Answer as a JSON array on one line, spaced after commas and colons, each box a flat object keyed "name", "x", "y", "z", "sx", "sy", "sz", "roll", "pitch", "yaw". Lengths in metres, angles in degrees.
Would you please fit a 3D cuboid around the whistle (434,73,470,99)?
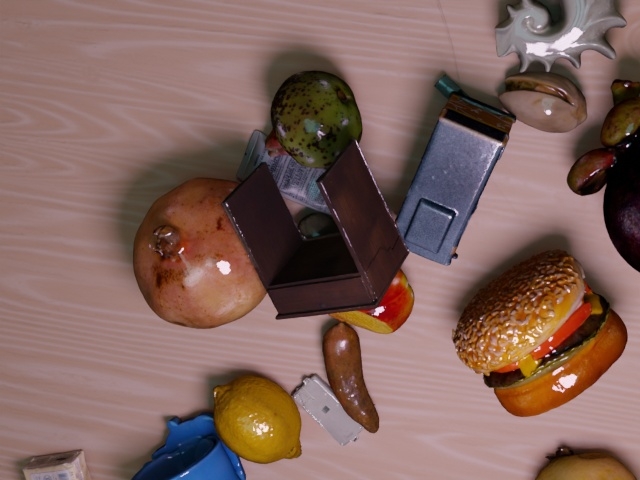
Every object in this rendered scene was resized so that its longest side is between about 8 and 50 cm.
[{"name": "whistle", "x": 0.323, "y": -0.281, "z": 1.833, "sx": 0.186, "sy": 0.039, "sz": 0.039, "roll": 43, "pitch": 105, "yaw": -2}]

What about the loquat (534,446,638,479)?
[{"name": "loquat", "x": 0.588, "y": 0.571, "z": 1.890, "sx": 0.244, "sy": 0.244, "sz": 0.243, "roll": 2, "pitch": 103, "yaw": 9}]

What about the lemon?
[{"name": "lemon", "x": -0.146, "y": 0.419, "z": 1.986, "sx": 0.257, "sy": 0.188, "sz": 0.188, "roll": 41, "pitch": 105, "yaw": -5}]

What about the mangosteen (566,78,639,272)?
[{"name": "mangosteen", "x": 0.696, "y": -0.119, "z": 1.645, "sx": 0.435, "sy": 0.382, "sz": 0.382, "roll": 39, "pitch": 105, "yaw": 8}]

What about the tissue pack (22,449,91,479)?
[{"name": "tissue pack", "x": -0.653, "y": 0.644, "z": 2.168, "sx": 0.148, "sy": 0.092, "sz": 0.196, "roll": -10, "pitch": 99, "yaw": 11}]

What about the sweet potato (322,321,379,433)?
[{"name": "sweet potato", "x": 0.067, "y": 0.321, "z": 1.984, "sx": 0.097, "sy": 0.097, "sz": 0.291, "roll": -13, "pitch": 106, "yaw": 12}]

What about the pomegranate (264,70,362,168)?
[{"name": "pomegranate", "x": -0.030, "y": -0.246, "z": 1.827, "sx": 0.248, "sy": 0.214, "sz": 0.214, "roll": -26, "pitch": 98, "yaw": 41}]

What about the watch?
[{"name": "watch", "x": -0.345, "y": 0.572, "z": 2.008, "sx": 0.305, "sy": 0.274, "sz": 0.241, "roll": -27, "pitch": 97, "yaw": 9}]

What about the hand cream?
[{"name": "hand cream", "x": -0.022, "y": -0.126, "z": 1.918, "sx": 0.341, "sy": 0.078, "sz": 0.124, "roll": 26, "pitch": 105, "yaw": 11}]

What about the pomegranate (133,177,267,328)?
[{"name": "pomegranate", "x": -0.255, "y": 0.028, "z": 1.849, "sx": 0.338, "sy": 0.338, "sz": 0.338, "roll": 2, "pitch": 103, "yaw": 9}]

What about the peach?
[{"name": "peach", "x": 0.104, "y": 0.128, "z": 1.883, "sx": 0.192, "sy": 0.190, "sz": 0.190, "roll": -36, "pitch": 95, "yaw": -1}]

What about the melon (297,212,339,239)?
[{"name": "melon", "x": 0.000, "y": 0.000, "z": 1.917, "sx": 0.098, "sy": 0.098, "sz": 0.130, "roll": -24, "pitch": 99, "yaw": 13}]

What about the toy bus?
[{"name": "toy bus", "x": 0.270, "y": -0.123, "z": 1.780, "sx": 0.162, "sy": 0.194, "sz": 0.323, "roll": 24, "pitch": 117, "yaw": 6}]

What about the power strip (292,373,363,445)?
[{"name": "power strip", "x": 0.020, "y": 0.405, "z": 2.035, "sx": 0.192, "sy": 0.035, "sz": 0.081, "roll": 44, "pitch": 106, "yaw": -2}]

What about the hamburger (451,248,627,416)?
[{"name": "hamburger", "x": 0.447, "y": 0.187, "z": 1.772, "sx": 0.330, "sy": 0.330, "sz": 0.250, "roll": -35, "pitch": 93, "yaw": 15}]

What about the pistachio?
[{"name": "pistachio", "x": 0.463, "y": -0.288, "z": 1.775, "sx": 0.185, "sy": 0.124, "sz": 0.124, "roll": 25, "pitch": 106, "yaw": 20}]

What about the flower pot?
[{"name": "flower pot", "x": 0.468, "y": -0.524, "z": 1.693, "sx": 0.254, "sy": 0.164, "sz": 0.367, "roll": -3, "pitch": 103, "yaw": 15}]

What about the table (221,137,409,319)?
[{"name": "table", "x": -0.008, "y": -0.019, "z": 1.712, "sx": 0.251, "sy": 0.196, "sz": 0.282, "roll": -9, "pitch": 117, "yaw": 34}]
